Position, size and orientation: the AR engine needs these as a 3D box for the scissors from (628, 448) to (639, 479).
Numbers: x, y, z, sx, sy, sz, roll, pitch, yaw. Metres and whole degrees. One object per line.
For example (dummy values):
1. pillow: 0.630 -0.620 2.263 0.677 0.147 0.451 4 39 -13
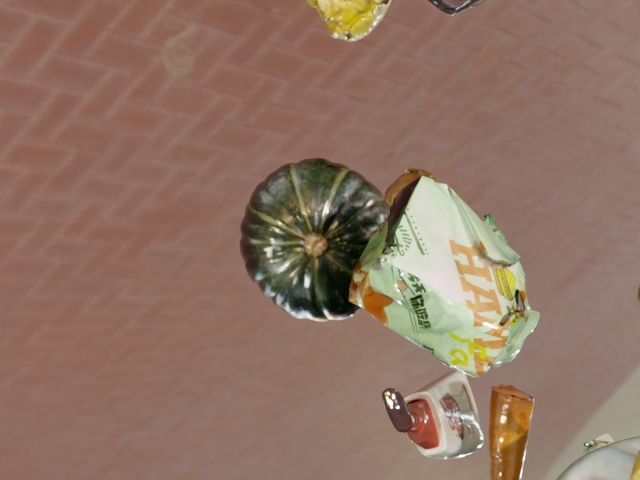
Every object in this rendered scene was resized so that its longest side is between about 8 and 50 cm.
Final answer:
1. scissors: 0.309 0.168 0.931 0.160 0.024 0.317 -63 175 -70

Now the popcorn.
1. popcorn: 0.048 -0.383 1.644 0.148 0.152 0.167 -2 116 -64

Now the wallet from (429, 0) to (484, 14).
1. wallet: 0.273 -0.501 1.911 0.309 0.165 0.042 -34 158 -28

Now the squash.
1. squash: -0.003 0.000 1.450 0.218 0.218 0.172 -25 179 -8

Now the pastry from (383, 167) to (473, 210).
1. pastry: 0.193 -0.023 1.897 0.218 0.229 0.100 -1 142 -49

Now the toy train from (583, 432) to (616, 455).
1. toy train: 0.512 0.401 1.933 0.081 0.125 0.194 -41 157 9

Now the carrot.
1. carrot: 0.302 0.339 1.773 0.072 0.205 0.072 3 -175 0

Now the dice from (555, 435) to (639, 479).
1. dice: 0.478 0.451 1.539 0.262 0.268 0.265 -23 125 12

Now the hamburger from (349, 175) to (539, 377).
1. hamburger: 0.147 0.038 1.242 0.125 0.214 0.235 -46 -165 33

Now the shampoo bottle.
1. shampoo bottle: 0.187 0.292 1.844 0.071 0.153 0.284 -19 165 24

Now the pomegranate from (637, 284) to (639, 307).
1. pomegranate: 0.578 0.073 1.685 0.122 0.169 0.143 -52 150 -42
